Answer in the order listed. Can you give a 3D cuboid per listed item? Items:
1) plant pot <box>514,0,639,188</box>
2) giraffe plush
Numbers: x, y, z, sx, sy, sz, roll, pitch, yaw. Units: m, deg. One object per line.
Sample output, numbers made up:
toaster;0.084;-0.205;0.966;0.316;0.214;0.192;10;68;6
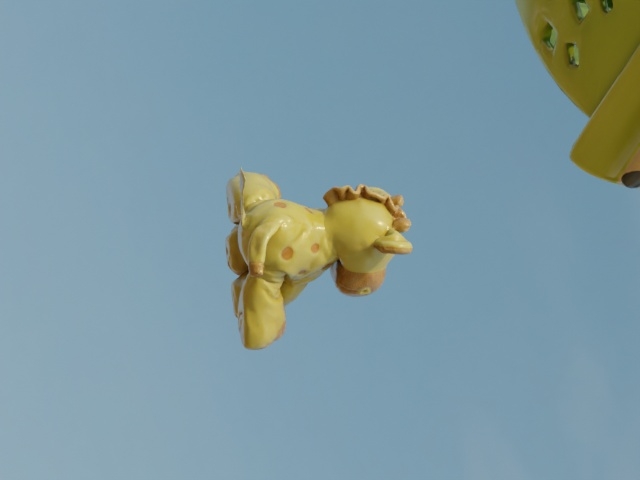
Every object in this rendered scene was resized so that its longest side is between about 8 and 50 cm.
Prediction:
plant pot;0.276;-0.151;1.141;0.227;0.228;0.207;119;-26;-49
giraffe plush;0.000;0.000;1.775;0.210;0.170;0.181;101;-17;-56
